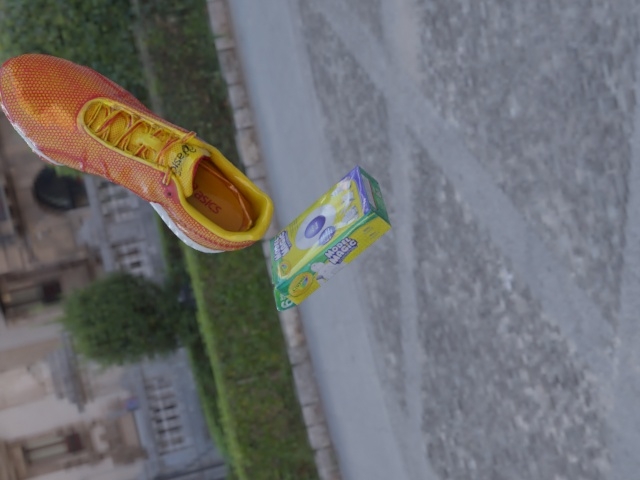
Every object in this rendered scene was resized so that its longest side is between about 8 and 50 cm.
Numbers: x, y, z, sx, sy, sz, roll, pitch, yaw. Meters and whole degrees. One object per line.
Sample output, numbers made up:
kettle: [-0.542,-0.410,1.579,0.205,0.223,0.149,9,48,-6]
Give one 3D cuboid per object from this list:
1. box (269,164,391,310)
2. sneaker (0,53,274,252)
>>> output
box: [0.000,0.000,1.373,0.043,0.179,0.105,37,-158,-28]
sneaker: [-0.099,-0.055,0.641,0.067,0.175,0.064,-19,45,58]
